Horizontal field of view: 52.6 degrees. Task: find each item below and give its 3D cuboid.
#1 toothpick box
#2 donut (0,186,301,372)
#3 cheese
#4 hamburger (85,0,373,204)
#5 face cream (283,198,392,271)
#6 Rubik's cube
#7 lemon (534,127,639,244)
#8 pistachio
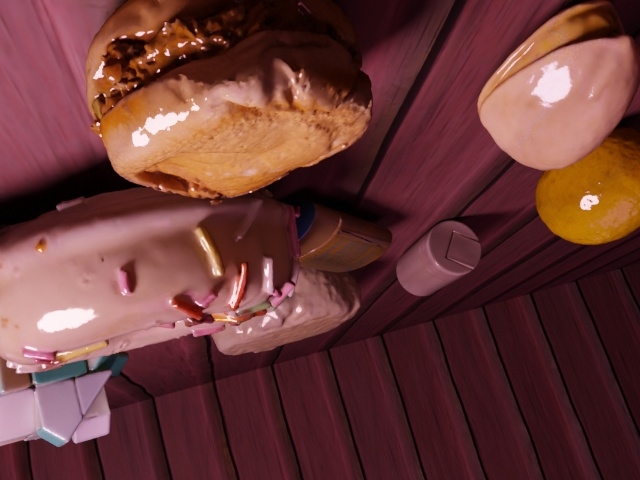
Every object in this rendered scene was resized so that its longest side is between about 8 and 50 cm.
[{"bbox_3d":[0.231,0.039,1.289,0.111,0.111,0.181,-12,165,-18],"label":"toothpick box"},{"bbox_3d":[-0.199,0.048,0.742,0.382,0.142,0.382,-14,172,-2],"label":"donut"},{"bbox_3d":[-0.078,0.147,1.341,0.318,0.115,0.326,-12,166,-18],"label":"cheese"},{"bbox_3d":[-0.064,-0.104,0.477,0.213,0.108,0.214,-14,164,-4],"label":"hamburger"},{"bbox_3d":[0.000,0.000,0.986,0.139,0.067,0.285,-25,163,22],"label":"face cream"},{"bbox_3d":[-0.448,0.237,1.066,0.265,0.213,0.224,-6,160,-43],"label":"Rubik's cube"},{"bbox_3d":[0.429,-0.083,0.978,0.170,0.170,0.207,-4,153,-38],"label":"lemon"},{"bbox_3d":[0.235,-0.142,0.646,0.145,0.117,0.200,-11,164,-3],"label":"pistachio"}]
